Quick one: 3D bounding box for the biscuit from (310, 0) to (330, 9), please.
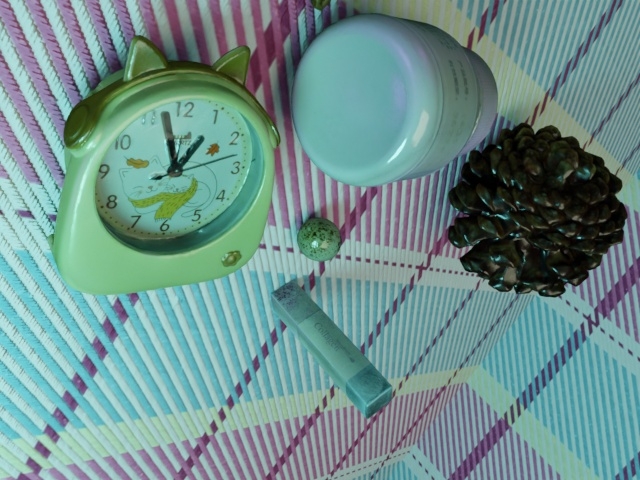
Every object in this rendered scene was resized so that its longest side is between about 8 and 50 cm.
[{"bbox_3d":[0.039,-0.414,0.823,0.182,0.034,0.215,-7,132,-44],"label":"biscuit"}]

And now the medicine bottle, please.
[{"bbox_3d":[0.129,-0.215,0.956,0.302,0.241,0.241,-16,139,-51],"label":"medicine bottle"}]

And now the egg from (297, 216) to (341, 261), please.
[{"bbox_3d":[0.000,0.000,1.196,0.085,0.085,0.110,-47,148,2],"label":"egg"}]

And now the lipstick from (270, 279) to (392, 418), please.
[{"bbox_3d":[0.016,0.211,1.231,0.066,0.317,0.068,-32,146,-20],"label":"lipstick"}]

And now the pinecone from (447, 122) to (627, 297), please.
[{"bbox_3d":[0.477,-0.052,1.428,0.397,0.398,0.398,-30,145,-24],"label":"pinecone"}]

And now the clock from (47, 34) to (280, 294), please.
[{"bbox_3d":[-0.197,-0.098,0.806,0.286,0.117,0.348,-6,128,-35],"label":"clock"}]
